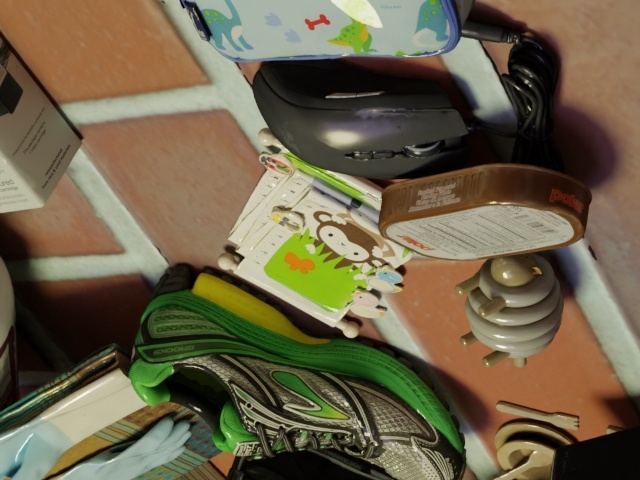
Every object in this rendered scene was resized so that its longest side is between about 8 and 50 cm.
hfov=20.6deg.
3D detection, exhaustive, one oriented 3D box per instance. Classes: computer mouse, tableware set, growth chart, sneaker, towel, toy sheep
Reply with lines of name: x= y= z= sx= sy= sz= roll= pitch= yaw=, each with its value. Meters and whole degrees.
computer mouse: x=0.059 y=-0.105 z=1.357 sx=0.262 sy=0.060 sz=0.184 roll=14 pitch=144 yaw=14
tableware set: x=0.255 y=0.223 z=1.676 sx=0.194 sy=0.039 sz=0.128 roll=11 pitch=143 yaw=18
growth chart: x=0.000 y=0.000 z=1.562 sx=0.172 sy=0.021 sz=0.237 roll=24 pitch=145 yaw=-1
sneaker: x=-0.025 y=0.165 z=1.679 sx=0.344 sy=0.146 sz=0.134 roll=23 pitch=145 yaw=1
towel: x=-0.288 y=0.241 z=1.807 sx=0.370 sy=0.040 sz=0.271 roll=-31 pitch=148 yaw=13
toy sheep: x=0.161 y=0.058 z=1.481 sx=0.091 sy=0.091 sz=0.132 roll=12 pitch=137 yaw=18

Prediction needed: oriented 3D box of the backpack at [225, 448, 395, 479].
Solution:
backpack: x=0.006 y=0.338 z=1.822 sx=0.253 sy=0.225 sz=0.191 roll=18 pitch=167 yaw=1

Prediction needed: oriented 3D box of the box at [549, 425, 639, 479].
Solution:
box: x=0.390 y=0.294 z=1.530 sx=0.296 sy=0.182 sz=0.294 roll=-19 pitch=126 yaw=30

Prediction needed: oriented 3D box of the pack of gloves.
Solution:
pack of gloves: x=-0.243 y=0.228 z=1.739 sx=0.232 sy=0.046 sz=0.195 roll=-29 pitch=146 yaw=9

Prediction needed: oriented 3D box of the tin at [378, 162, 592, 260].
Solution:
tin: x=0.126 y=-0.020 z=1.391 sx=0.106 sy=0.040 sz=0.190 roll=29 pitch=155 yaw=-35

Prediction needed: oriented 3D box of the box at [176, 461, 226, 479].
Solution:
box: x=-0.194 y=0.356 z=1.949 sx=0.127 sy=0.232 sz=0.148 roll=-12 pitch=130 yaw=39

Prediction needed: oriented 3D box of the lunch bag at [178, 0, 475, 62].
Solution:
lunch bag: x=-0.007 y=-0.212 z=1.237 sx=0.219 sy=0.090 sz=0.176 roll=4 pitch=137 yaw=25

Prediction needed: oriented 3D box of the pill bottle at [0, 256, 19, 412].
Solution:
pill bottle: x=-0.418 y=0.108 z=1.773 sx=0.224 sy=0.224 sz=0.392 roll=20 pitch=144 yaw=7

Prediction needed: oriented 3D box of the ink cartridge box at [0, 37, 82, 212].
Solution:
ink cartridge box: x=-0.335 y=-0.122 z=1.547 sx=0.153 sy=0.087 sz=0.208 roll=-6 pitch=133 yaw=35
